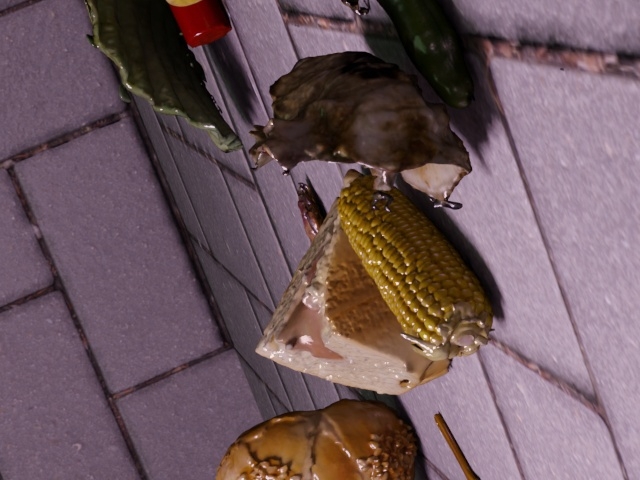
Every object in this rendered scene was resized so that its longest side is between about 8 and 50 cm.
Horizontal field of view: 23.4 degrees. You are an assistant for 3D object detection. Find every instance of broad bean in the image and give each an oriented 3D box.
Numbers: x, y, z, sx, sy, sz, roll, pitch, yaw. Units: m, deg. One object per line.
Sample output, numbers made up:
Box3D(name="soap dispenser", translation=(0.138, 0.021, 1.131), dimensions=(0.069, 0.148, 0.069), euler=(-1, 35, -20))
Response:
Box3D(name="broad bean", translation=(0.055, -0.219, 1.358), dimensions=(0.144, 0.049, 0.292), euler=(62, 174, -32))

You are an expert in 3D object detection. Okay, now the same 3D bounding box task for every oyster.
Box3D(name="oyster", translation=(0.046, -0.096, 1.402), dimensions=(0.337, 0.198, 0.133), euler=(-52, -17, -86))

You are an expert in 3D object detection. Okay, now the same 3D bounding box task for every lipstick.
Box3D(name="lipstick", translation=(-0.216, -0.413, 2.227), dimensions=(0.073, 0.073, 0.279), euler=(117, 129, -77))

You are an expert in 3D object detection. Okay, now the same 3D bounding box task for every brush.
Box3D(name="brush", translation=(0.181, 0.287, 1.928), dimensions=(0.043, 0.014, 0.170), euler=(87, 158, -59))

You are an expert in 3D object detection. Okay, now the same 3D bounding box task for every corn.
Box3D(name="corn", translation=(0.092, 0.023, 1.574), dimensions=(0.091, 0.091, 0.260), euler=(21, -156, -39))

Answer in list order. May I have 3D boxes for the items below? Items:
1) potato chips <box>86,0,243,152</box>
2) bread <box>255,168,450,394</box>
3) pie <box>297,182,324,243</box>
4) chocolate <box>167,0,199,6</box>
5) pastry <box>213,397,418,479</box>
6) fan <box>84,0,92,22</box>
Box3D(name="potato chips", translation=(-0.230, -0.300, 2.272), dimensions=(0.389, 0.097, 0.373), euler=(67, -164, 11))
Box3D(name="bread", translation=(0.073, 0.068, 1.819), dimensions=(0.211, 0.224, 0.183), euler=(25, 164, -6))
Box3D(name="pie", translation=(0.000, 0.000, 2.153), dimensions=(0.092, 0.034, 0.170), euler=(-125, 16, -63))
Box3D(name="chocolate", translation=(-0.274, -0.500, 2.082), dimensions=(0.445, 0.162, 0.162), euler=(61, 169, 22))
Box3D(name="pastry", translation=(0.005, 0.358, 2.165), dimensions=(0.162, 0.311, 0.255), euler=(-135, 33, -57))
Box3D(name="fan", translation=(-0.296, -0.337, 2.302), dimensions=(0.335, 0.011, 0.229), euler=(56, -157, -47))
